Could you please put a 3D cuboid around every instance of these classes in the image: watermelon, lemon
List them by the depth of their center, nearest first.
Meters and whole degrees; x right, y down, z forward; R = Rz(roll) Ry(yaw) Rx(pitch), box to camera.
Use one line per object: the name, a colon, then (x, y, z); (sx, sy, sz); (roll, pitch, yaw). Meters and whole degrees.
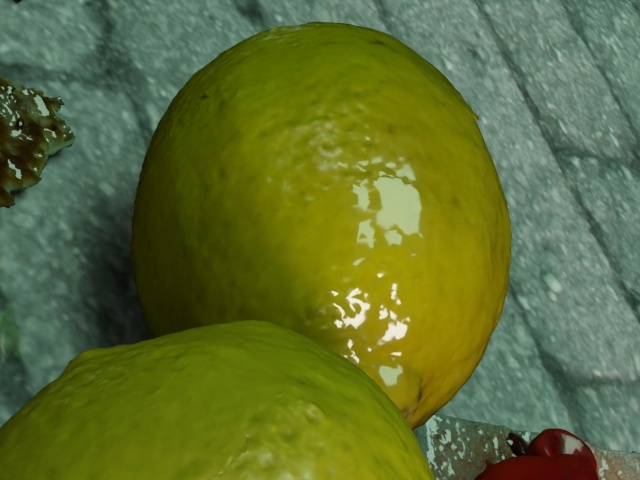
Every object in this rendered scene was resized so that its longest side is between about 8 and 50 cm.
lemon: (-0.059, 0.159, 0.699); (0.233, 0.233, 0.288); (44, 44, -6)
lemon: (-0.001, -0.003, 0.916); (0.236, 0.236, 0.263); (40, 33, -10)
watermelon: (0.127, 0.186, 1.010); (0.241, 0.094, 0.154); (30, 49, -21)

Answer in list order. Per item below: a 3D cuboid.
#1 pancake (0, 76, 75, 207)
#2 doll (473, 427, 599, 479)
pancake: (-0.245, -0.096, 0.897); (0.244, 0.057, 0.266); (-3, 58, -49)
doll: (0.102, 0.238, 0.826); (0.183, 0.160, 0.363); (29, 43, -6)
